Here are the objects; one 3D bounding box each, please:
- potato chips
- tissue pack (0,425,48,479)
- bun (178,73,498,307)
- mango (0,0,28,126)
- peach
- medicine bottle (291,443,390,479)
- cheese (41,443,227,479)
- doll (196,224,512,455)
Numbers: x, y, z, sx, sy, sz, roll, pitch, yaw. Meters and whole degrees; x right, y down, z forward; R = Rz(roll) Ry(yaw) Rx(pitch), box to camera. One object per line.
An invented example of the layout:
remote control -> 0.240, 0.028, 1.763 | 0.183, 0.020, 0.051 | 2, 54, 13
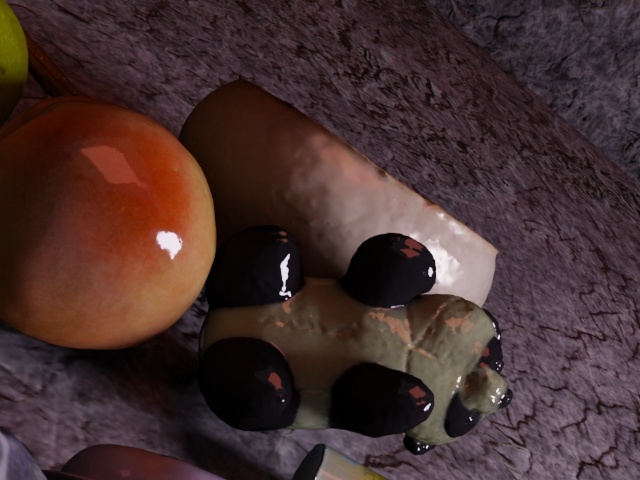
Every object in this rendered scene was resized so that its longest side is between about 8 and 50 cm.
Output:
potato chips -> -0.259, -0.166, 1.180 | 0.204, 0.037, 0.026 | 40, 12, 23
tissue pack -> -0.117, 0.211, 0.337 | 0.288, 0.124, 0.394 | 55, 6, -33
bun -> 0.000, 0.000, 1.044 | 0.299, 0.164, 0.299 | 34, 5, -3
mango -> -0.306, -0.100, 0.815 | 0.143, 0.175, 0.293 | 65, 27, -18
peach -> -0.158, -0.013, 0.840 | 0.184, 0.184, 0.184 | 30, 23, -14
medicine bottle -> 0.078, 0.221, 0.853 | 0.218, 0.074, 0.074 | 31, 23, -9
cheese -> -0.090, 0.142, 0.615 | 0.135, 0.052, 0.245 | 31, -22, -21
doll -> 0.020, 0.077, 0.869 | 0.234, 0.135, 0.143 | 3, 66, 7
